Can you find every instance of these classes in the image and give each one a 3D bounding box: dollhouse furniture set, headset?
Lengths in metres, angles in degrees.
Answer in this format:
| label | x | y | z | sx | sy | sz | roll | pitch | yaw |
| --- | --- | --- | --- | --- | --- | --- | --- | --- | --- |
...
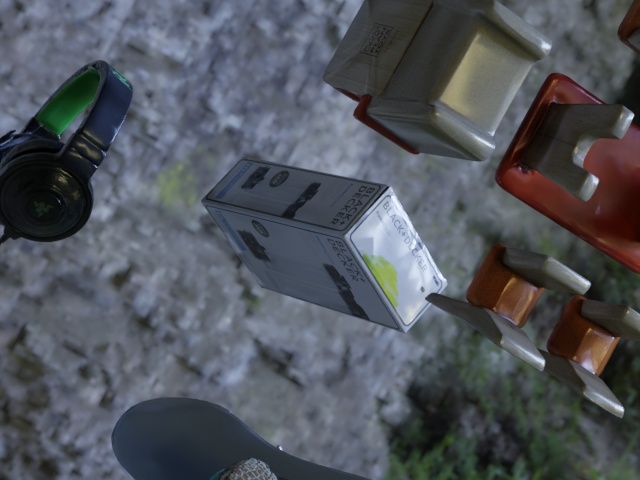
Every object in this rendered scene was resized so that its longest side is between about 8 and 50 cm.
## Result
| label | x | y | z | sx | sy | sz | roll | pitch | yaw |
| --- | --- | --- | --- | --- | --- | --- | --- | --- | --- |
| dollhouse furniture set | 0.144 | -0.064 | 0.880 | 0.259 | 0.262 | 0.135 | 30 | -1 | -30 |
| headset | -0.411 | -0.086 | 1.861 | 0.185 | 0.394 | 0.243 | 36 | -7 | -26 |

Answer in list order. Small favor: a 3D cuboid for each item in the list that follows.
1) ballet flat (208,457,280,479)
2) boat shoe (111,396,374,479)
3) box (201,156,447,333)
| label | x | y | z | sx | sy | sz | roll | pitch | yaw |
| --- | --- | --- | --- | --- | --- | --- | --- | --- | --- |
| ballet flat | -0.053 | 0.424 | 1.100 | 0.182 | 0.483 | 0.164 | 7 | -13 | 34 |
| boat shoe | -0.054 | 0.241 | 1.293 | 0.306 | 0.113 | 0.105 | 15 | -38 | 17 |
| box | 0.000 | 0.000 | 1.703 | 0.290 | 0.087 | 0.169 | 15 | -35 | 49 |
